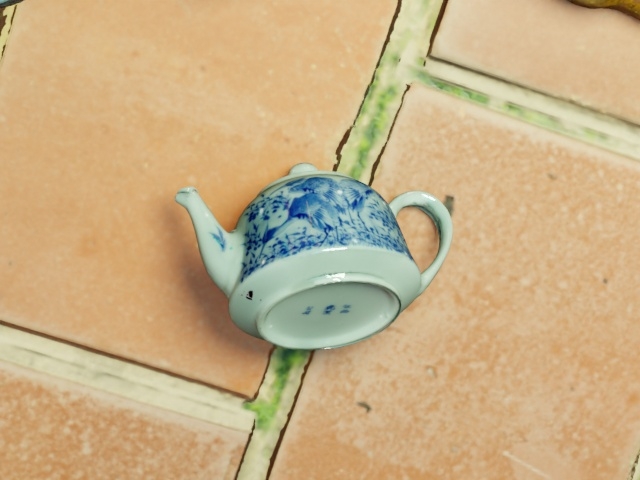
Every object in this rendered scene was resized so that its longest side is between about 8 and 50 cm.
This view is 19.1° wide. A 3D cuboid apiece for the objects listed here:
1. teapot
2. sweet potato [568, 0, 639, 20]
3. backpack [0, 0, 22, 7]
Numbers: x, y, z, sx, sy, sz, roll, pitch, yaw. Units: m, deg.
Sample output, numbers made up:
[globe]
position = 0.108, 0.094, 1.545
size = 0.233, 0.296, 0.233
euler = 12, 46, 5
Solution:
[teapot]
position = 0.000, 0.000, 1.562
size = 0.232, 0.159, 0.159
euler = -1, 105, -16
[sweet potato]
position = 0.254, -0.213, 1.555
size = 0.226, 0.068, 0.068
euler = 14, 104, -25
[backpack]
position = -0.229, -0.365, 1.414
size = 0.317, 0.197, 0.283
euler = -44, 101, 7
